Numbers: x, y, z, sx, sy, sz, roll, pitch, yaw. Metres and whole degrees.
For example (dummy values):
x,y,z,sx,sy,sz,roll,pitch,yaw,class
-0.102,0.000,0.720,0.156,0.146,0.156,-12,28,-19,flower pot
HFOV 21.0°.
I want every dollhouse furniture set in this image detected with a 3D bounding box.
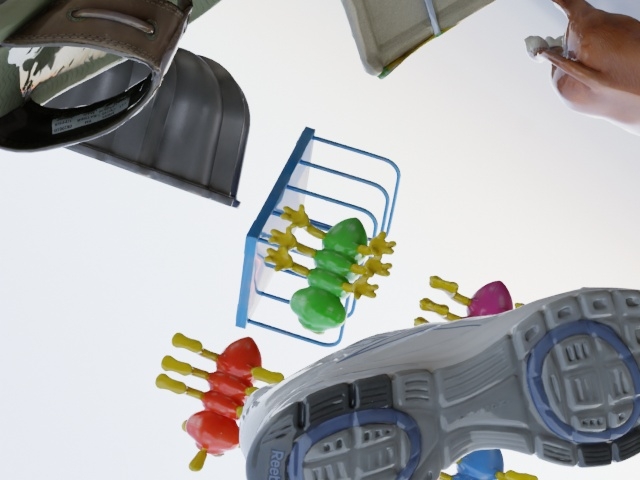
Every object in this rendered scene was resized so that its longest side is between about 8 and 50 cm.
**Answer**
x,y,z,sx,sy,sz,roll,pitch,yaw,class
0.064,-0.345,1.714,0.151,0.197,0.302,50,166,43,dollhouse furniture set

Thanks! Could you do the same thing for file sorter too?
x,y,z,sx,sy,sz,roll,pitch,yaw,class
0.000,0.000,1.630,0.104,0.118,0.170,17,-136,8,file sorter

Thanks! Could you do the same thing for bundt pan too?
x,y,z,sx,sy,sz,roll,pitch,yaw,class
-0.210,-0.140,1.589,0.330,0.124,0.331,19,-179,0,bundt pan

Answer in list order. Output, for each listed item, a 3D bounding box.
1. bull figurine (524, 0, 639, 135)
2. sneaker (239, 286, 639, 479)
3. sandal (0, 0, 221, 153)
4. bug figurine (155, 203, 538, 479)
x,y,z,sx,sy,sz,roll,pitch,yaw,class
0.307,-0.131,1.478,0.310,0.101,0.188,20,-157,-30,bull figurine
0.086,0.080,1.024,0.297,0.111,0.129,-11,-164,-15,sneaker
-0.134,-0.088,0.893,0.086,0.120,0.303,41,-124,17,sandal
0.037,0.102,1.229,0.279,0.216,0.072,22,172,15,bug figurine
